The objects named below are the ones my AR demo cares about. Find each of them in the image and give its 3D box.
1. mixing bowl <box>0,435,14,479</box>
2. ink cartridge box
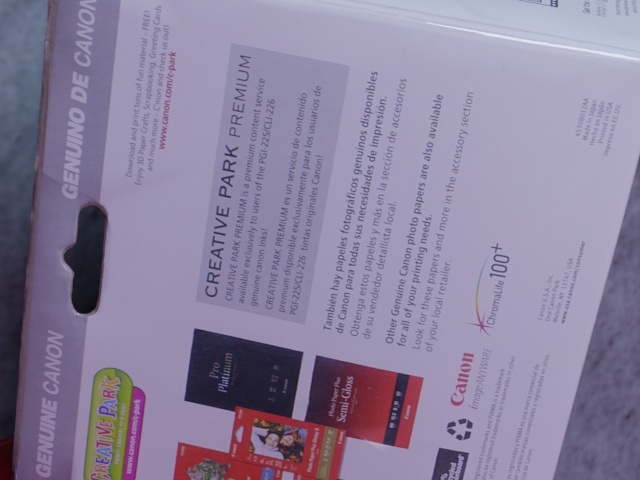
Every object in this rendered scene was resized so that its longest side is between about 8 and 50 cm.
[{"bbox_3d":[-0.134,0.199,0.980,0.181,0.098,0.181,-3,97,-25],"label":"mixing bowl"},{"bbox_3d":[0.000,0.000,0.916,0.272,0.130,0.309,11,120,1],"label":"ink cartridge box"}]
